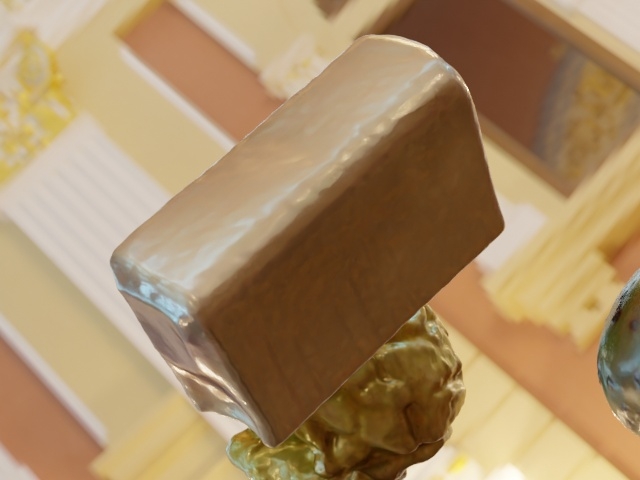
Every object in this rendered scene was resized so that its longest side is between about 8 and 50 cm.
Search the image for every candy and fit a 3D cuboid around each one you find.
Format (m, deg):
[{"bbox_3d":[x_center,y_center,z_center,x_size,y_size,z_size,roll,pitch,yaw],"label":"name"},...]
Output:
[{"bbox_3d":[0.000,-0.001,1.815,0.358,0.145,0.208,-41,-53,-22],"label":"candy"}]

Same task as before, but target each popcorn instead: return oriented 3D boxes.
[{"bbox_3d":[0.016,0.161,2.130,0.293,0.293,0.237,-30,-82,-23],"label":"popcorn"}]

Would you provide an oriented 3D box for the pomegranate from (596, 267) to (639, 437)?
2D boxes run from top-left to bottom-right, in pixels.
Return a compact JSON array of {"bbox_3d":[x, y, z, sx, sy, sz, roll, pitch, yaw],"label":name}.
[{"bbox_3d":[0.334,0.107,1.591,0.211,0.211,0.263,-31,-63,-23],"label":"pomegranate"}]
